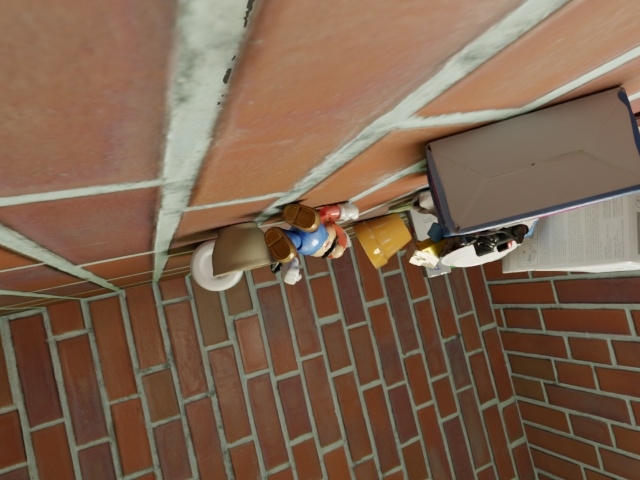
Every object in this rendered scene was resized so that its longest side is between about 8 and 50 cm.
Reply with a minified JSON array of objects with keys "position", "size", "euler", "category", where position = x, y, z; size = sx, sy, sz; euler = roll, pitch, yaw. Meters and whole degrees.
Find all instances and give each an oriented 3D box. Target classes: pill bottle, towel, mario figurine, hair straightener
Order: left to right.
[{"position":[-0.306,0.079,1.280],"size":[0.146,0.146,0.264],"euler":[-13,177,-10],"category":"pill bottle"},{"position":[0.000,0.000,1.005],"size":[0.198,0.170,0.320],"euler":[-16,175,15],"category":"mario figurine"},{"position":[0.305,-0.119,1.406],"size":[0.110,0.027,0.148],"euler":[-12,177,-29],"category":"towel"},{"position":[0.286,0.006,0.711],"size":[0.089,0.047,0.230],"euler":[-13,176,9],"category":"hair straightener"}]

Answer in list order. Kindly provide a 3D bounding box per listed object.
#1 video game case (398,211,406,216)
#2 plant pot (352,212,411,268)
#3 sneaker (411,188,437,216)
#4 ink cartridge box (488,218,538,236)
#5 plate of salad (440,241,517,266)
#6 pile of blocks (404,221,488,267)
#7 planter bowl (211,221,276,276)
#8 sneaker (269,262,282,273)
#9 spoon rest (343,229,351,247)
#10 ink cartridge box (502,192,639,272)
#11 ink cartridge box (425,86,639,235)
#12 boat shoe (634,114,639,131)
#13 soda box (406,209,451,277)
[{"position":[0.321,-0.099,1.891],"size":[0.143,0.019,0.157],"euler":[-14,176,15],"category":"video game case"},{"position":[0.262,-0.016,1.731],"size":[0.188,0.205,0.205],"euler":[-29,175,7],"category":"plant pot"},{"position":[0.323,-0.112,1.225],"size":[0.115,0.090,0.232],"euler":[-7,169,13],"category":"sneaker"},{"position":[0.513,-0.124,1.044],"size":[0.078,0.231,0.134],"euler":[29,-155,36],"category":"ink cartridge box"},{"position":[0.418,0.025,1.116],"size":[0.200,0.048,0.200],"euler":[-8,160,-3],"category":"plate of salad"},{"position":[0.397,-0.045,1.197],"size":[0.362,0.149,0.112],"euler":[-20,-151,-2],"category":"pile of blocks"},{"position":[-0.190,0.018,1.018],"size":[0.162,0.109,0.162],"euler":[-14,177,-1],"category":"planter bowl"},{"position":[-0.186,0.052,1.422],"size":[0.086,0.132,0.229],"euler":[-10,175,-44],"category":"sneaker"},{"position":[-0.014,-0.020,1.561],"size":[0.276,0.084,0.137],"euler":[5,165,-34],"category":"spoon rest"},{"position":[0.645,-0.069,1.100],"size":[0.091,0.308,0.385],"euler":[8,170,-17],"category":"ink cartridge box"},{"position":[0.341,-0.106,0.760],"size":[0.270,0.151,0.395],"euler":[-14,178,14],"category":"ink cartridge box"},{"position":[0.548,-0.150,0.849],"size":[0.088,0.096,0.267],"euler":[-27,173,-35],"category":"boat shoe"},{"position":[0.432,0.001,1.686],"size":[0.098,0.286,0.091],"euler":[-14,175,1],"category":"soda box"}]
